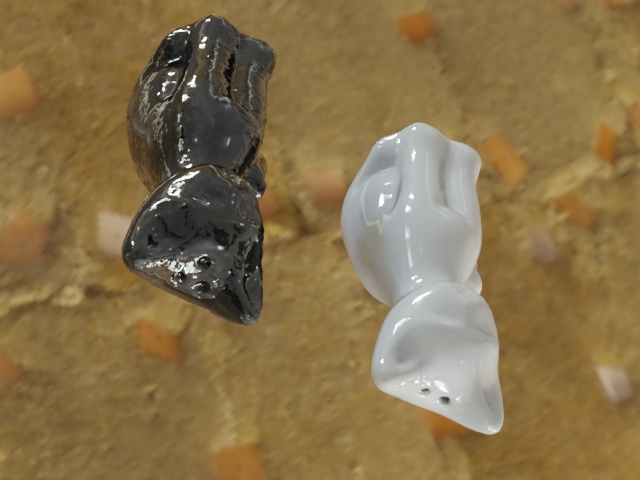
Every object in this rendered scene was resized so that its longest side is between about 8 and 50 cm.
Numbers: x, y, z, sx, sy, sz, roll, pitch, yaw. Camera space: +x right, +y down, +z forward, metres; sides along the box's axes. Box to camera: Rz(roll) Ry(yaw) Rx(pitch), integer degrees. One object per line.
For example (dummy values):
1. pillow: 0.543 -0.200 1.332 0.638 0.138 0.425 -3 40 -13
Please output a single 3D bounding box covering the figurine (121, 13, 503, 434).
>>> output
1. figurine: 0.000 0.000 0.897 0.215 0.092 0.209 26 -155 -14
